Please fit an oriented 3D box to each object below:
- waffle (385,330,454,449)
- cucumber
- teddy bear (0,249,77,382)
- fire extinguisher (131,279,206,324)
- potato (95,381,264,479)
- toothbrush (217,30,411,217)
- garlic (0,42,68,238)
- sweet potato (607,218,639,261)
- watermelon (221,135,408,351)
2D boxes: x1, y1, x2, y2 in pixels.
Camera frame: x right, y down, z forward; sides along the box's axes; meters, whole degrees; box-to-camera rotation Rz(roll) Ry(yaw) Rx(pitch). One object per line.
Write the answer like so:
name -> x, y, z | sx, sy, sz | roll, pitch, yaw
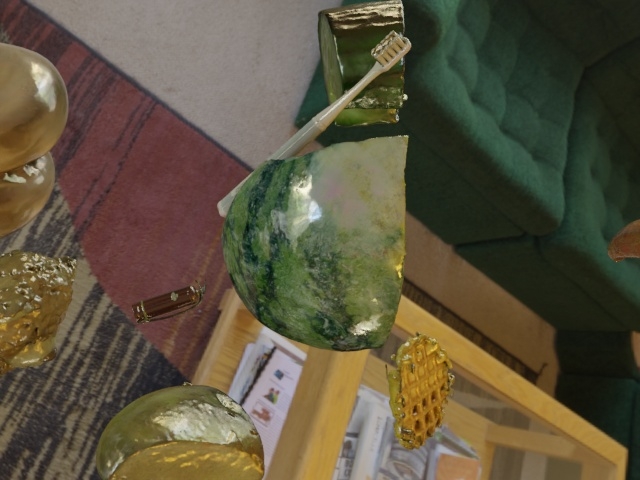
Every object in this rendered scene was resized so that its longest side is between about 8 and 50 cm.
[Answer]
waffle -> 0.242, 0.366, 1.310 | 0.280, 0.060, 0.262 | 44, 62, -41
cucumber -> 0.070, -0.268, 0.812 | 0.130, 0.191, 0.191 | -10, 90, 0
teddy bear -> -0.428, 0.118, 0.708 | 0.256, 0.267, 0.156 | -34, 108, 8
fire extinguisher -> -0.311, 0.129, 1.133 | 0.158, 0.043, 0.064 | -18, 60, -7
potato -> -0.256, 0.341, 0.944 | 0.255, 0.269, 0.112 | 10, 101, -61
toothbrush -> -0.020, -0.138, 0.706 | 0.030, 0.342, 0.025 | 23, 36, -45
garlic -> -0.485, -0.149, 0.776 | 0.245, 0.232, 0.340 | 1, 46, -10
sweet potato -> 0.423, 0.001, 0.611 | 0.058, 0.255, 0.078 | 7, 93, -17
watermelon -> 0.000, 0.000, 0.650 | 0.256, 0.260, 0.176 | 32, 54, 16
